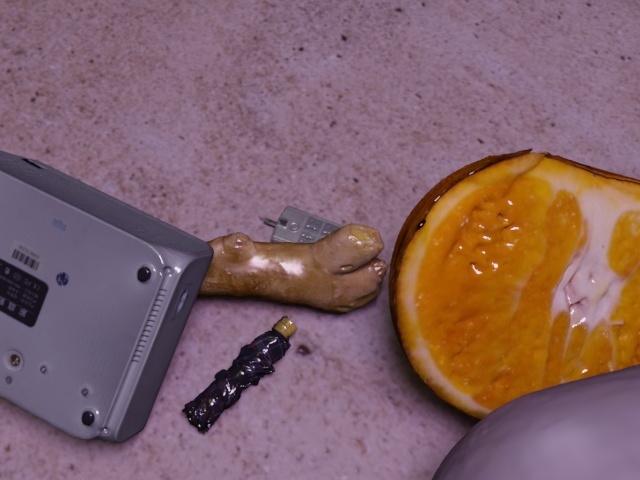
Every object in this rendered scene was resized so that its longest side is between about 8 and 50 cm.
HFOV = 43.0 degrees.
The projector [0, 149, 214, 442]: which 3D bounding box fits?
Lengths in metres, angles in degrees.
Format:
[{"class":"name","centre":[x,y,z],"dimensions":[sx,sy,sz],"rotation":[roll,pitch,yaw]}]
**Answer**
[{"class":"projector","centre":[-0.253,0.050,0.770],"dimensions":[0.250,0.108,0.198],"rotation":[26,100,10]}]

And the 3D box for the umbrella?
[{"class":"umbrella","centre":[-0.077,0.134,0.820],"dimensions":[0.144,0.037,0.040],"rotation":[-44,101,-20]}]

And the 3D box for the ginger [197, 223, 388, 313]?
[{"class":"ginger","centre":[-0.080,0.036,0.840],"dimensions":[0.299,0.118,0.065],"rotation":[-3,43,4]}]

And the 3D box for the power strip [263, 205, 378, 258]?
[{"class":"power strip","centre":[0.000,0.000,0.901],"dimensions":[0.136,0.019,0.051],"rotation":[22,66,8]}]

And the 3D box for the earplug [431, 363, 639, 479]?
[{"class":"earplug","centre":[0.279,0.249,0.631],"dimensions":[0.394,0.312,0.312],"rotation":[-12,64,-5]}]

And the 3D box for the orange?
[{"class":"orange","centre":[0.210,0.043,0.760],"dimensions":[0.310,0.274,0.274],"rotation":[-5,57,-45]}]
